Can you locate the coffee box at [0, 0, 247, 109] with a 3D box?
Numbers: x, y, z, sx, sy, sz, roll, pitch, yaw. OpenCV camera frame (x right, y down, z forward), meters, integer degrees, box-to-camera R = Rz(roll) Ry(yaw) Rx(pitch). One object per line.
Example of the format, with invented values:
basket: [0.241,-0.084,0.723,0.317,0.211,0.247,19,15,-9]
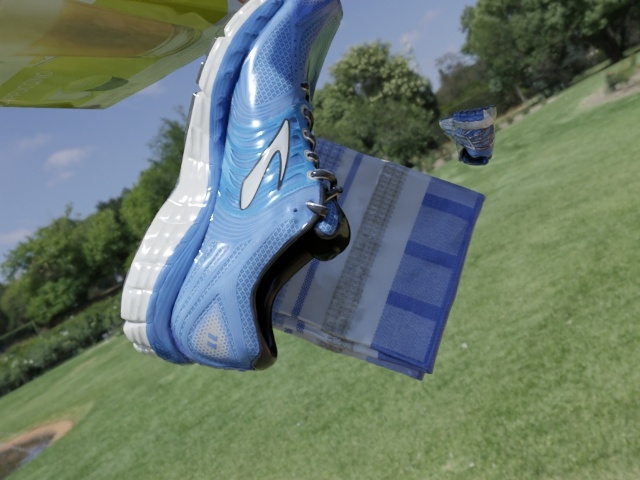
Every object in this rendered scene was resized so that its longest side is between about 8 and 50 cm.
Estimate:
coffee box: [-0.303,-0.323,0.625,0.334,0.338,0.337,-9,-1,-43]

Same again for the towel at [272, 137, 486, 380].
towel: [0.000,0.000,0.682,0.034,0.285,0.209,86,-157,-68]

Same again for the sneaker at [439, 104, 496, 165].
sneaker: [0.157,-0.106,0.732,0.052,0.058,0.135,-9,4,8]

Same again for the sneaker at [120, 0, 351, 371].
sneaker: [-0.033,-0.049,0.559,0.147,0.330,0.130,16,-6,13]
